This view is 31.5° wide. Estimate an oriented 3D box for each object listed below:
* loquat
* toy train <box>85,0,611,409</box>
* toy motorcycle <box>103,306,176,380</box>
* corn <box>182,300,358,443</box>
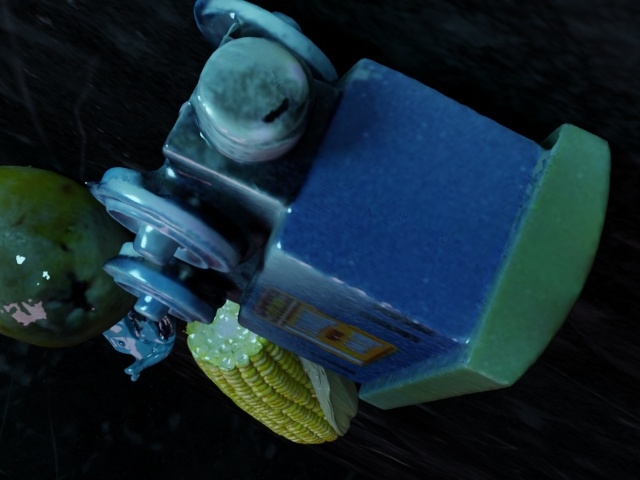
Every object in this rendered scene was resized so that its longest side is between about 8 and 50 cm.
[{"bbox_3d":[-0.280,0.016,1.133,0.227,0.179,0.179,27,168,23],"label":"loquat"},{"bbox_3d":[0.000,0.000,0.561,0.202,0.131,0.300,27,168,-2],"label":"toy train"},{"bbox_3d":[-0.336,0.120,1.807,0.272,0.123,0.182,21,143,23],"label":"toy motorcycle"},{"bbox_3d":[-0.049,0.140,1.284,0.305,0.122,0.123,52,-164,-56],"label":"corn"}]
